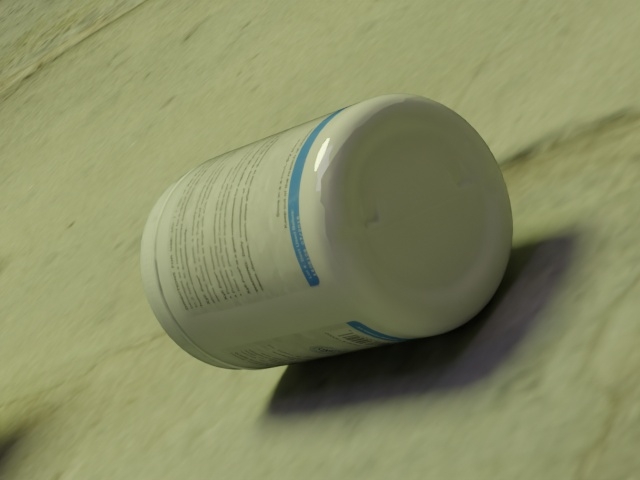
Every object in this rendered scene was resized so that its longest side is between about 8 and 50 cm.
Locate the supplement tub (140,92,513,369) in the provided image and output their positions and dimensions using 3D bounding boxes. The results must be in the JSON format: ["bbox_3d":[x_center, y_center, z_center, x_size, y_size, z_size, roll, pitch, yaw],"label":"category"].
[{"bbox_3d":[0.000,0.000,0.585,0.107,0.071,0.071,-14,32,55],"label":"supplement tub"}]
